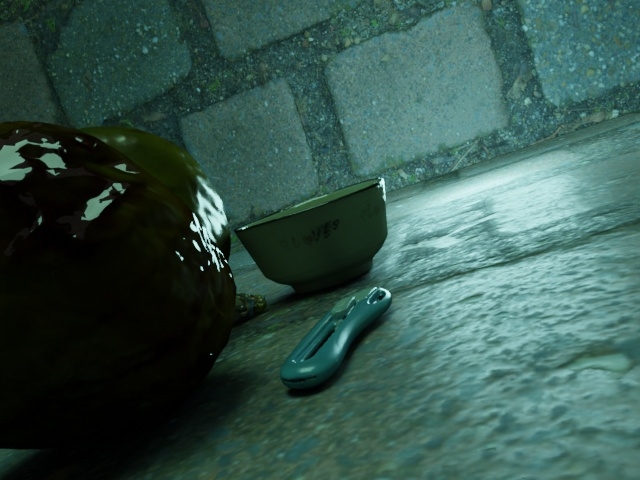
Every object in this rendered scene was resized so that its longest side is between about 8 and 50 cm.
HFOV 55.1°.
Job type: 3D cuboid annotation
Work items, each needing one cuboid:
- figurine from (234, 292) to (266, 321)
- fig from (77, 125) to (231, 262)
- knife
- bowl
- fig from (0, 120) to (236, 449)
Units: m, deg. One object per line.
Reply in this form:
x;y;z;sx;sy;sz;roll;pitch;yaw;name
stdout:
-0.106;0.092;0.848;0.051;0.047;0.083;0;5;23;figurine
-0.298;0.021;0.858;0.343;0.343;0.343;-19;5;2;fig
0.018;0.080;0.563;0.064;0.031;0.222;-13;8;21;knife
0.000;0.000;0.922;0.238;0.126;0.238;-18;5;2;bowl
-0.252;0.099;0.506;0.368;0.286;0.286;-57;15;-10;fig
